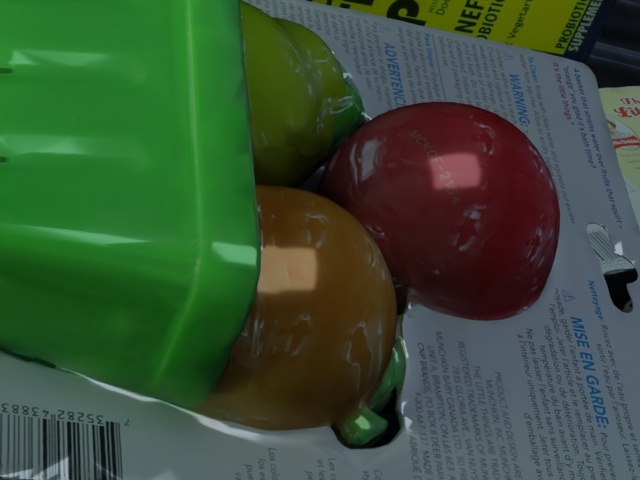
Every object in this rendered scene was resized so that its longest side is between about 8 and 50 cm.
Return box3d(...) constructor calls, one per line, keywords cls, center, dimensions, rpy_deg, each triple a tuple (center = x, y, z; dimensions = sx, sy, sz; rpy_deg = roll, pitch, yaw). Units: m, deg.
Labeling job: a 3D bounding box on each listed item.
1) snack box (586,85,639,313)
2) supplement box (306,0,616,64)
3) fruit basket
box3d(cls="snack box", center=(0.228, -0.033, 1.079), dimensions=(0.322, 0.060, 0.187), rpy_deg=(-7, 44, -37))
box3d(cls="supplement box", center=(0.029, -0.235, 1.127), dimensions=(0.356, 0.194, 0.195), rpy_deg=(7, 36, -22))
box3d(cls="fruit basket", center=(0.000, 0.000, 0.710), dimensions=(0.353, 0.165, 0.327), rpy_deg=(14, 45, -23))
